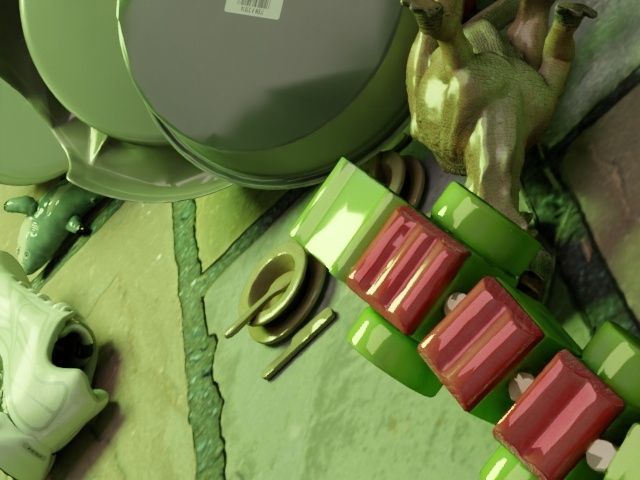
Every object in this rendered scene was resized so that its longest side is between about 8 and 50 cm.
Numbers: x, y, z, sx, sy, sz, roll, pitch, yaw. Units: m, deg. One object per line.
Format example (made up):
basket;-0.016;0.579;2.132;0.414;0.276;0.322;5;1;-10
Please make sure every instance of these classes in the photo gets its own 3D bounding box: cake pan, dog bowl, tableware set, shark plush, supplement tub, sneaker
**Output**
cake pan;-0.037;-0.186;1.151;0.293;0.054;0.293;-3;83;27
dog bowl;-0.132;-0.209;1.299;0.349;0.349;0.102;-46;-8;16
tableware set;0.000;0.000;1.149;0.194;0.039;0.128;-44;30;20
shark plush;-0.253;-0.026;1.581;0.161;0.073;0.067;-25;56;11
supplement tub;-0.332;-0.157;1.621;0.191;0.191;0.272;-58;18;-6
sneaker;-0.263;0.095;1.398;0.118;0.110;0.292;-41;39;10

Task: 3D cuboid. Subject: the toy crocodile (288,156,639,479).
toy crocodile;0.095;0.057;0.824;0.115;0.105;0.340;-51;51;7

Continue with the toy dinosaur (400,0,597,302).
toy dinosaur;0.099;-0.085;1.020;0.295;0.127;0.200;-79;1;-61

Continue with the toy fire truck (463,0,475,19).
toy fire truck;0.082;-0.325;1.264;0.302;0.169;0.253;41;114;62
